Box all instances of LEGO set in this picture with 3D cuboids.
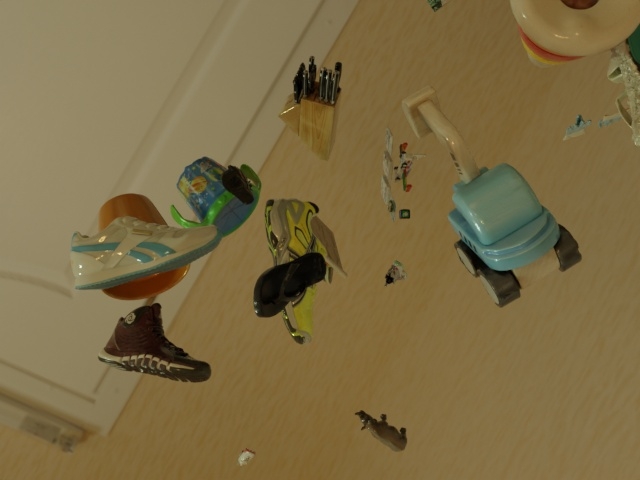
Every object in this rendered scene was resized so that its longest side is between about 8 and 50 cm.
[{"bbox_3d":[0.189,-0.146,1.549,0.060,0.183,0.244,-1,-152,-5],"label":"LEGO set"}]

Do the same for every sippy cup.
[{"bbox_3d":[-0.369,-0.163,2.288,0.224,0.240,0.305,42,-161,17],"label":"sippy cup"}]

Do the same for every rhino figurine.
[{"bbox_3d":[0.217,0.674,2.363,0.243,0.073,0.106,36,-161,-19],"label":"rhino figurine"}]

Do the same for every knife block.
[{"bbox_3d":[0.017,-0.368,1.820,0.242,0.088,0.275,-17,131,41],"label":"knife block"}]

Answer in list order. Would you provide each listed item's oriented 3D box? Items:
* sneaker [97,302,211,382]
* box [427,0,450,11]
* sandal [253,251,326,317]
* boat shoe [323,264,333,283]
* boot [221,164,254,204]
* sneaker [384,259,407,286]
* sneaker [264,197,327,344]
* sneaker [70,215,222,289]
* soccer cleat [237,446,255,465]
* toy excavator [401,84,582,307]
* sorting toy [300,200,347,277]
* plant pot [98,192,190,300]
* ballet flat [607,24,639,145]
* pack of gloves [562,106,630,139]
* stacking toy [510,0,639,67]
[{"bbox_3d":[-0.364,0.223,1.505,0.281,0.163,0.106,7,155,17],"label":"sneaker"},{"bbox_3d":[0.326,-0.843,1.842,0.322,0.232,0.058,52,-144,-11],"label":"box"},{"bbox_3d":[-0.061,0.090,1.491,0.054,0.254,0.097,-2,112,39],"label":"sandal"},{"bbox_3d":[0.005,0.089,2.105,0.073,0.080,0.223,7,-173,2],"label":"boat shoe"},{"bbox_3d":[-0.207,-0.150,1.603,0.121,0.045,0.099,48,-167,-43],"label":"boot"},{"bbox_3d":[0.195,0.100,1.765,0.038,0.069,0.098,31,166,32],"label":"sneaker"},{"bbox_3d":[-0.049,0.075,1.704,0.147,0.385,0.145,-8,178,-10],"label":"sneaker"},{"bbox_3d":[-0.261,0.005,0.982,0.228,0.092,0.087,-14,172,-2],"label":"sneaker"},{"bbox_3d":[-0.169,0.492,1.497,0.029,0.036,0.083,30,150,-8],"label":"soccer cleat"},{"bbox_3d":[0.380,-0.133,1.585,0.445,0.222,0.433,60,-179,-29],"label":"toy excavator"},{"bbox_3d":[0.000,0.000,1.977,0.193,0.038,0.208,44,-160,-47],"label":"sorting toy"},{"bbox_3d":[-0.421,0.002,1.507,0.205,0.205,0.188,33,-154,-56],"label":"plant pot"},{"bbox_3d":[0.863,-0.439,1.820,0.146,0.409,0.147,-5,158,-2],"label":"ballet flat"},{"bbox_3d":[0.917,-0.406,2.222,0.232,0.195,0.046,3,-111,-74],"label":"pack of gloves"},{"bbox_3d":[0.682,-0.618,1.902,0.350,0.351,0.480,30,175,8],"label":"stacking toy"}]
